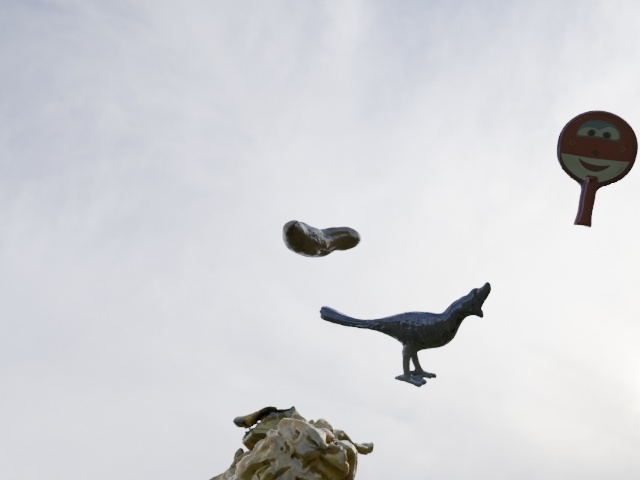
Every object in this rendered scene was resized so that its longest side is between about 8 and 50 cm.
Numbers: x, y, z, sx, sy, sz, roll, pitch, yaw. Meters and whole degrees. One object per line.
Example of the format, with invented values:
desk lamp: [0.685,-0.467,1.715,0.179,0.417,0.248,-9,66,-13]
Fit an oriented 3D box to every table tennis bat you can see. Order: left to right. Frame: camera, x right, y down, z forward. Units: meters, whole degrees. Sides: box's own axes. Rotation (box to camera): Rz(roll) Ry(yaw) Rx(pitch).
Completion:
table tennis bat: [0.347,-0.092,0.844,0.019,0.098,0.155,38,-115,-76]

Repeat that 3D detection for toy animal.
toy animal: [0.194,0.211,1.421,0.366,0.081,0.206,-10,-80,15]

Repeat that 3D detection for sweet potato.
sweet potato: [-0.001,0.000,1.031,0.053,0.054,0.182,-9,-8,39]

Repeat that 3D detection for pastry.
pastry: [-0.063,0.257,0.619,0.102,0.154,0.250,46,-101,-18]
